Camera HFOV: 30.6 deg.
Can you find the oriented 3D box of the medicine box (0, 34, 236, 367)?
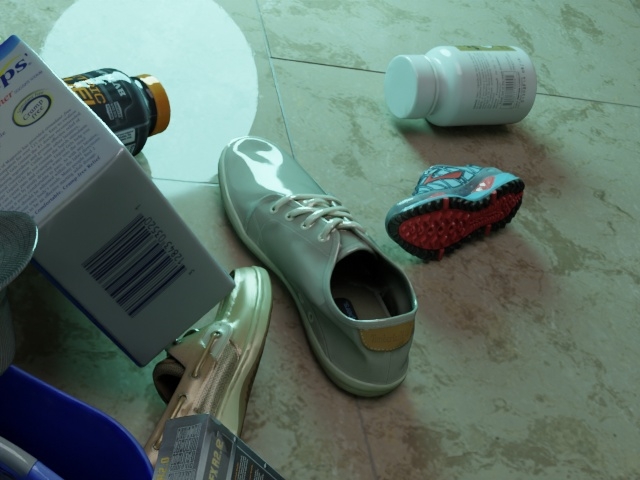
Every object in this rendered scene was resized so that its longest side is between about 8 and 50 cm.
[{"bbox_3d":[-0.270,-0.045,1.307,0.149,0.263,0.289,-42,49,-7],"label":"medicine box"}]

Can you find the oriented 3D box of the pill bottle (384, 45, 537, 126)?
[{"bbox_3d":[0.226,-0.252,1.906,0.229,0.131,0.131,-5,48,-28],"label":"pill bottle"}]

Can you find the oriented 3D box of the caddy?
[{"bbox_3d":[-0.322,0.239,1.107,0.341,0.179,0.241,26,40,4],"label":"caddy"}]

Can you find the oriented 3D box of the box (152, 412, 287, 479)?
[{"bbox_3d":[-0.098,0.309,1.112,0.183,0.056,0.231,49,37,-41],"label":"box"}]

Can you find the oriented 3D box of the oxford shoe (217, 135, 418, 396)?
[{"bbox_3d":[0.000,0.000,1.543,0.169,0.130,0.449,-9,48,-29],"label":"oxford shoe"}]

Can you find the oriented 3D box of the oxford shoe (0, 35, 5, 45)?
[{"bbox_3d":[-0.596,-0.332,1.628,0.397,0.140,0.146,25,34,0],"label":"oxford shoe"}]

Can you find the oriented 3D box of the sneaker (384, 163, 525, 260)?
[{"bbox_3d":[0.176,-0.051,1.718,0.261,0.104,0.125,-15,36,-40],"label":"sneaker"}]

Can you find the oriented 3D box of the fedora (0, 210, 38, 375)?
[{"bbox_3d":[-0.376,0.081,1.060,0.275,0.124,0.244,-13,28,-6],"label":"fedora"}]

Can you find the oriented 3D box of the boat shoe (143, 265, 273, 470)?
[{"bbox_3d":[-0.132,0.148,1.329,0.110,0.122,0.341,18,42,-6],"label":"boat shoe"}]

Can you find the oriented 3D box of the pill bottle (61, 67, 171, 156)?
[{"bbox_3d":[-0.321,-0.157,1.564,0.245,0.130,0.130,-23,58,-40],"label":"pill bottle"}]
